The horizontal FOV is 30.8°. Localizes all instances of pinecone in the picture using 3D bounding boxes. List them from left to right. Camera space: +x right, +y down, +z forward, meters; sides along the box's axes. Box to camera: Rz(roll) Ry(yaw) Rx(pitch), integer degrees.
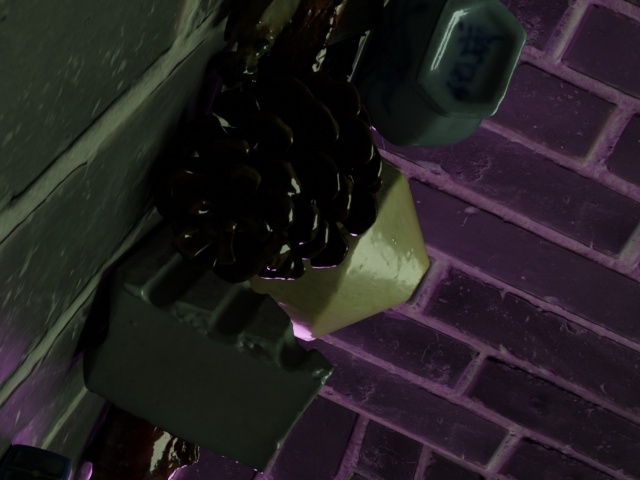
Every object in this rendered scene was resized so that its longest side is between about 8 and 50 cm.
[{"bbox_3d":[-0.059,-0.065,1.290,0.309,0.244,0.244,-25,146,-52],"label":"pinecone"}]

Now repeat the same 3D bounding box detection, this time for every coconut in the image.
[{"bbox_3d":[0.000,0.000,1.800,0.352,0.353,0.352,25,90,-88],"label":"coconut"}]

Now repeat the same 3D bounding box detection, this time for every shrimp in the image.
[{"bbox_3d":[-0.071,-0.226,1.241,0.145,0.059,0.254,-53,-168,47],"label":"shrimp"}]

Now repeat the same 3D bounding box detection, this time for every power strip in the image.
[{"bbox_3d":[0.023,-0.356,1.620,0.216,0.061,0.145,-33,130,-57],"label":"power strip"}]

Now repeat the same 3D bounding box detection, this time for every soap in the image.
[{"bbox_3d":[-0.110,0.106,1.338,0.302,0.258,0.159,-62,175,-70],"label":"soap"}]

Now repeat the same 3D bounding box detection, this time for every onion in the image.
[{"bbox_3d":[-0.255,0.293,1.629,0.098,0.151,0.205,14,85,-73],"label":"onion"}]

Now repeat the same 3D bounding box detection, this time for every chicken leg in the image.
[{"bbox_3d":[-0.002,-0.275,1.367,0.407,0.096,0.158,-49,-142,45],"label":"chicken leg"}]

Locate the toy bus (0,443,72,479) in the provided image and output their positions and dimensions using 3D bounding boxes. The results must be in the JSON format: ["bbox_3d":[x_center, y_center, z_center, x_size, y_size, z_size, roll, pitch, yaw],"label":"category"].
[{"bbox_3d":[-0.305,0.290,1.203,0.236,0.079,0.094,113,-13,-54],"label":"toy bus"}]

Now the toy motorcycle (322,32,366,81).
[{"bbox_3d":[-0.004,-0.270,1.754,0.315,0.113,0.168,-46,152,-58],"label":"toy motorcycle"}]

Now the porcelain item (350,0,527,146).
[{"bbox_3d":[0.160,-0.259,1.743,0.405,0.178,0.242,-164,-84,-79],"label":"porcelain item"}]

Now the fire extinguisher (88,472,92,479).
[{"bbox_3d":[-0.291,0.372,1.786,0.337,0.114,0.135,-64,157,-12],"label":"fire extinguisher"}]
